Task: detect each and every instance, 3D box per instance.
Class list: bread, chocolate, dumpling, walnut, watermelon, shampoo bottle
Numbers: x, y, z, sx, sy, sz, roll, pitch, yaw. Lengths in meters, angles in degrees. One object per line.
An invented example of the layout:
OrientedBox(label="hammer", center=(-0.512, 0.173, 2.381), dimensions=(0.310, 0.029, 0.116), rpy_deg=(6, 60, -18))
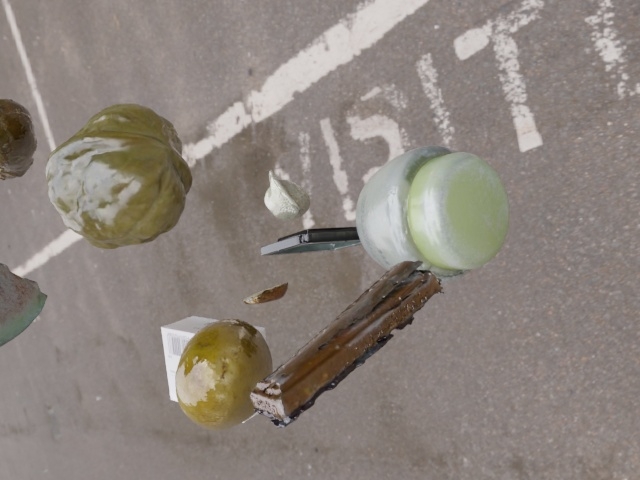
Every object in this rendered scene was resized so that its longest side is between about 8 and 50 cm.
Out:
OrientedBox(label="bread", center=(-0.161, 0.165, 1.747), dimensions=(0.129, 0.126, 0.044), rpy_deg=(-15, 93, 54))
OrientedBox(label="chocolate", center=(0.039, 0.127, 0.814), dimensions=(0.102, 0.329, 0.065), rpy_deg=(-1, 120, 55))
OrientedBox(label="dumpling", center=(-0.111, -0.137, 1.776), dimensions=(0.126, 0.216, 0.166), rpy_deg=(-32, 99, 17))
OrientedBox(label="walnut", center=(-0.404, -0.124, 1.200), dimensions=(0.277, 0.282, 0.253), rpy_deg=(-25, 119, 26))
OrientedBox(label="watermelon", center=(-0.676, 0.128, 1.056), dimensions=(0.193, 0.310, 0.231), rpy_deg=(-101, 13, -45))
OrientedBox(label="shampoo bottle", center=(0.254, -0.058, 1.401), dimensions=(0.317, 0.322, 0.322), rpy_deg=(-9, 96, 54))

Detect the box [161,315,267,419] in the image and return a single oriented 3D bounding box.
OrientedBox(label="box", center=(-0.256, 0.309, 1.456), dimensions=(0.274, 0.116, 0.203), rpy_deg=(1, 101, 39))

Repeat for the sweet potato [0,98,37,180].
OrientedBox(label="sweet potato", center=(-0.726, -0.216, 1.357), dimensions=(0.423, 0.131, 0.130), rpy_deg=(-25, 83, 60))

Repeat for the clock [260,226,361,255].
OrientedBox(label="clock", center=(0.000, -0.001, 1.677), dimensions=(0.273, 0.279, 0.049), rpy_deg=(-16, 79, 58))

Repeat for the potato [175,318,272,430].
OrientedBox(label="potato", center=(-0.179, 0.230, 1.031), dimensions=(0.178, 0.203, 0.158), rpy_deg=(36, 167, 12))
